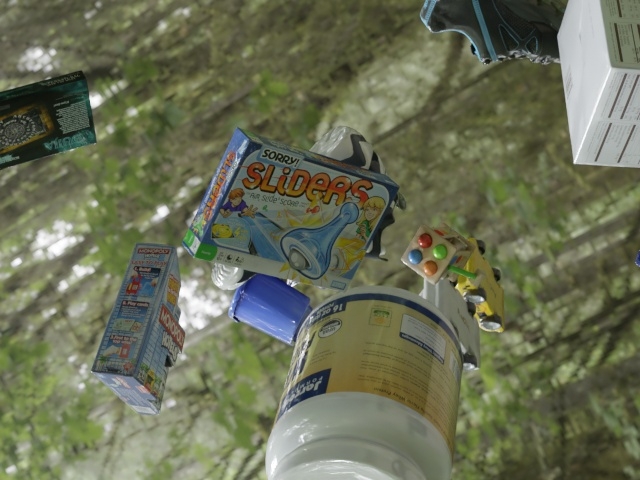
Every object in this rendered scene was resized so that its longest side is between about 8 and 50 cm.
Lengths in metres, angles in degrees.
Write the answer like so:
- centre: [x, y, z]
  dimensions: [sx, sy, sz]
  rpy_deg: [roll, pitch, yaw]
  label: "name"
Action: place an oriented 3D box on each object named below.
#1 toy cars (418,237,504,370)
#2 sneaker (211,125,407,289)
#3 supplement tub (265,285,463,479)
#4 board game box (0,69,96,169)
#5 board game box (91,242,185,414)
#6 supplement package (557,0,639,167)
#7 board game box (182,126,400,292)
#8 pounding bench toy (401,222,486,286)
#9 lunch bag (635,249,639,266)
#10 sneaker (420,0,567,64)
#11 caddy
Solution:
- centre: [0.202, 0.098, 1.821]
  dimensions: [0.394, 0.087, 0.176]
  rpy_deg: [-32, -69, -68]
  label: "toy cars"
- centre: [0.000, 0.000, 1.368]
  dimensions: [0.153, 0.235, 0.094]
  rpy_deg: [44, 176, -18]
  label: "sneaker"
- centre: [0.057, 0.231, 1.510]
  dimensions: [0.228, 0.228, 0.316]
  rpy_deg: [52, -152, -23]
  label: "supplement tub"
- centre: [-0.436, -0.176, 1.805]
  dimensions: [0.126, 0.186, 0.026]
  rpy_deg: [90, 155, -43]
  label: "board game box"
- centre: [-0.221, 0.112, 1.567]
  dimensions: [0.194, 0.060, 0.194]
  rpy_deg: [68, -150, -65]
  label: "board game box"
- centre: [0.439, -0.265, 1.704]
  dimensions: [0.204, 0.145, 0.261]
  rpy_deg: [96, 177, -54]
  label: "supplement package"
- centre: [-0.028, -0.028, 1.248]
  dimensions: [0.201, 0.136, 0.035]
  rpy_deg: [14, -160, -37]
  label: "board game box"
- centre: [0.148, 0.024, 1.397]
  dimensions: [0.083, 0.052, 0.065]
  rpy_deg: [38, -160, 23]
  label: "pounding bench toy"
- centre: [0.555, 0.016, 1.371]
  dimensions: [0.293, 0.138, 0.221]
  rpy_deg: [14, -177, -21]
  label: "lunch bag"
- centre: [0.315, -0.343, 1.937]
  dimensions: [0.341, 0.139, 0.125]
  rpy_deg: [25, -155, -23]
  label: "sneaker"
- centre: [-0.079, 0.064, 2.310]
  dimensions: [0.179, 0.241, 0.341]
  rpy_deg: [29, 173, 5]
  label: "caddy"
